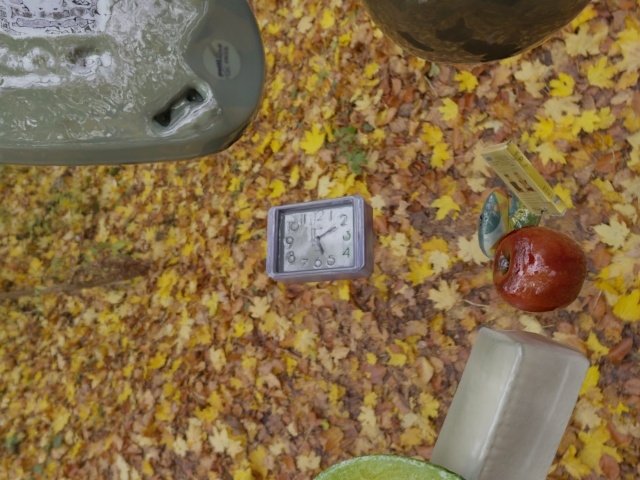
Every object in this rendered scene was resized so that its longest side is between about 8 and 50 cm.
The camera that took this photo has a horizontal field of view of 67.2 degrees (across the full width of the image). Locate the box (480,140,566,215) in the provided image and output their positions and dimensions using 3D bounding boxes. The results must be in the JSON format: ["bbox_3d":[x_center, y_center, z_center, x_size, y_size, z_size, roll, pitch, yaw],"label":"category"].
[{"bbox_3d":[0.324,-0.096,0.767,0.149,0.073,0.020,45,83,-12],"label":"box"}]

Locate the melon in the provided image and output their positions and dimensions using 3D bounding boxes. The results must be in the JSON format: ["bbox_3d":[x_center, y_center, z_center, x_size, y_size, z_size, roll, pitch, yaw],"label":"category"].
[{"bbox_3d":[0.116,0.573,0.940,0.343,0.226,0.332,12,108,47],"label":"melon"}]

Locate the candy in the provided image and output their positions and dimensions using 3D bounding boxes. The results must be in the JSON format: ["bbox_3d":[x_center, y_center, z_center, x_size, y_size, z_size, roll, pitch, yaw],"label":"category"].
[{"bbox_3d":[0.393,0.365,1.018,0.145,0.207,0.359,26,98,67],"label":"candy"}]

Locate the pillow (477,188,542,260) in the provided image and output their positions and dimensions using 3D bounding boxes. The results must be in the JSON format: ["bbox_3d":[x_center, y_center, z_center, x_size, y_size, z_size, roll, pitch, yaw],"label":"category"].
[{"bbox_3d":[0.449,-0.060,1.143,0.086,0.233,0.214,22,144,48],"label":"pillow"}]

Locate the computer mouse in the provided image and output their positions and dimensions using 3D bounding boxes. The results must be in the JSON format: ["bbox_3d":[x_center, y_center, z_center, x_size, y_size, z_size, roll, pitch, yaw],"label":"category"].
[{"bbox_3d":[-0.216,-0.172,0.468,0.095,0.330,0.198,-154,60,-75],"label":"computer mouse"}]

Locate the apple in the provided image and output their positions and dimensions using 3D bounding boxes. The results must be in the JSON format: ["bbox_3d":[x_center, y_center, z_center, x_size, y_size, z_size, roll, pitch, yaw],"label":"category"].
[{"bbox_3d":[0.444,0.062,0.985,0.168,0.181,0.181,17,99,1],"label":"apple"}]

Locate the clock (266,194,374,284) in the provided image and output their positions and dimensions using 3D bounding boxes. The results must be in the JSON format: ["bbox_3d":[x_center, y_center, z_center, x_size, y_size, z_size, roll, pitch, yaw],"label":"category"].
[{"bbox_3d":[0.000,-0.001,0.889,0.193,0.073,0.145,-7,73,21],"label":"clock"}]

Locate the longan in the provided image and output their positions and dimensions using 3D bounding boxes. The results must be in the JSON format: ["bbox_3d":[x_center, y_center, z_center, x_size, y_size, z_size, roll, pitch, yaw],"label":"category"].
[{"bbox_3d":[0.137,-0.286,0.455,0.215,0.245,0.246,-42,63,57],"label":"longan"}]
